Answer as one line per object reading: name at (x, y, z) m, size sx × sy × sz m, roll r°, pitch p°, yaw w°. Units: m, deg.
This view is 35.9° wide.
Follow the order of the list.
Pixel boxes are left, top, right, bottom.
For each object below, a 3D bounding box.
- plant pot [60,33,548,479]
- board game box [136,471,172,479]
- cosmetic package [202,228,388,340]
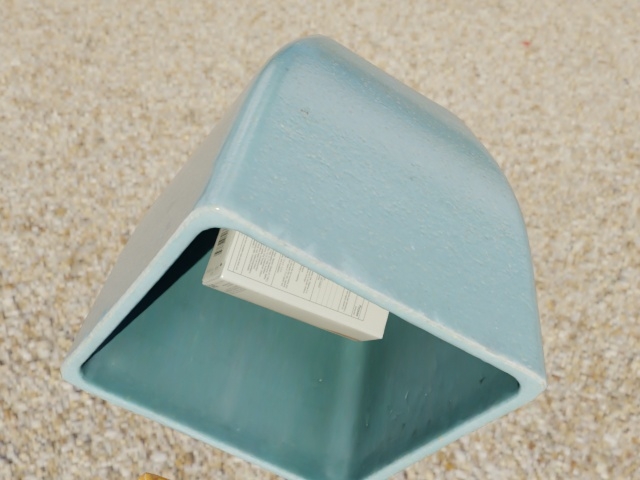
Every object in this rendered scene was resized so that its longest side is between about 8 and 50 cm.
plant pot at (0.000, 0.000, 0.725) m, size 0.247 × 0.248 × 0.252 m, roll 29°, pitch 48°, yaw -18°
board game box at (-0.081, 0.484, 0.817) m, size 0.356 × 0.356 × 0.356 m, roll 31°, pitch 19°, yaw -35°
cosmetic package at (-0.010, 0.019, 0.629) m, size 0.115 × 0.041 × 0.060 m, roll 24°, pitch 73°, yaw -19°
